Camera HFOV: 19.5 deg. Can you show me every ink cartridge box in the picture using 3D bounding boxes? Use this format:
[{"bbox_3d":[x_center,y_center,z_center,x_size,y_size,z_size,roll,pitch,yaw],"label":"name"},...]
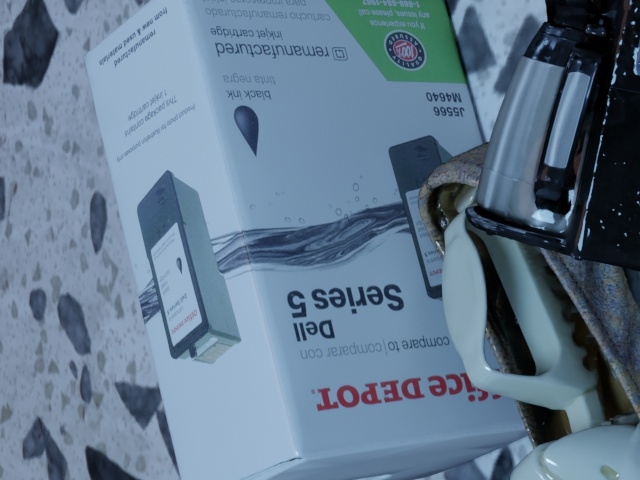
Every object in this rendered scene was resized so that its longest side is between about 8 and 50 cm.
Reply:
[{"bbox_3d":[0.000,0.000,1.055,0.115,0.198,0.272,-30,70,47],"label":"ink cartridge box"}]

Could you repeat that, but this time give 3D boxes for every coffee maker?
[{"bbox_3d":[0.170,-0.076,0.903,0.120,0.171,0.178,-133,55,-75],"label":"coffee maker"}]

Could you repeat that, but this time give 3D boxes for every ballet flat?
[{"bbox_3d":[0.130,0.088,0.970,0.107,0.106,0.316,-50,56,44],"label":"ballet flat"}]
